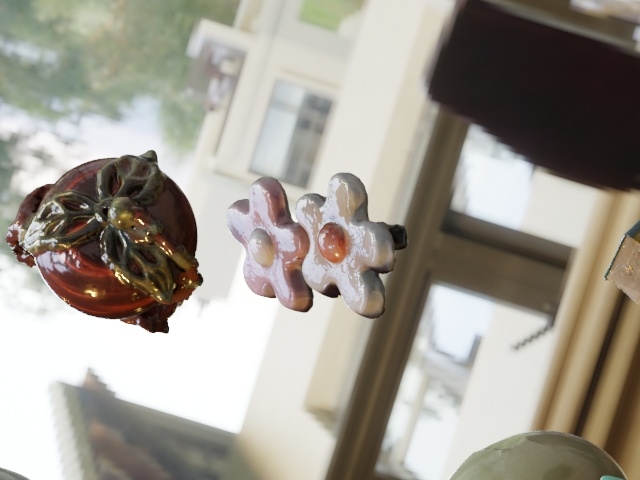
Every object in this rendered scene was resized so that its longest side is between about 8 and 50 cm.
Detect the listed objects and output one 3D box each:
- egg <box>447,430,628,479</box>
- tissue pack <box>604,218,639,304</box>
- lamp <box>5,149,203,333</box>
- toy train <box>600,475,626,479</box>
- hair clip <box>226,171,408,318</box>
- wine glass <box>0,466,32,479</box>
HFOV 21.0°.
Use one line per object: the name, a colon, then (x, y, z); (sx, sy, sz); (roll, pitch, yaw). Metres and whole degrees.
egg: (0.245, 0.333, 2.003); (0.269, 0.219, 0.219); (-15, -158, -36)
tissue pack: (0.401, -0.010, 1.884); (0.082, 0.169, 0.120); (42, 157, 16)
lamp: (-0.207, 0.005, 1.611); (0.215, 0.223, 0.151); (33, -130, 11)
toy train: (0.236, 0.313, 1.410); (0.159, 0.248, 0.101); (38, 160, -32)
hair clip: (-0.006, 0.003, 1.709); (0.257, 0.146, 0.075); (-1, -162, 46)
wine glass: (-0.312, 0.296, 1.772); (0.222, 0.103, 0.103); (26, -174, 24)
